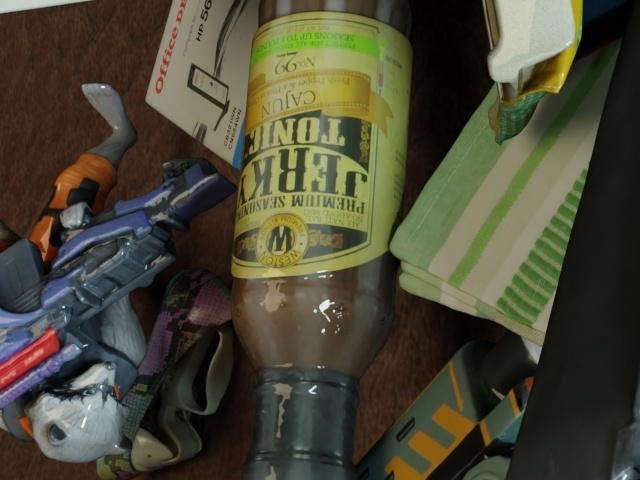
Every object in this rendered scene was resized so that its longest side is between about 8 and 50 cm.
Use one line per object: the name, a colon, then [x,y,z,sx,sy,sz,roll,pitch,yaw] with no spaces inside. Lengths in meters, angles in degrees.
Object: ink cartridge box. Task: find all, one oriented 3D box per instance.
ink cartridge box: [-0.040,-0.135,1.294,0.203,0.086,0.148,35,112,51]

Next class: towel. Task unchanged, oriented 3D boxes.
towel: [0.191,-0.033,0.931,0.248,0.038,0.325,-56,35,-3]

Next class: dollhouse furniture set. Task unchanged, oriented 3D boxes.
dollhouse furniture set: [0.141,-0.221,0.906,0.197,0.151,0.301,37,-136,-83]

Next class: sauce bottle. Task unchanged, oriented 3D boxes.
sauce bottle: [0.000,0.000,1.080,0.111,0.111,0.344,-23,58,51]

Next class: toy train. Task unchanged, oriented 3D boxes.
toy train: [0.080,0.185,1.037,0.334,0.142,0.190,-54,35,34]

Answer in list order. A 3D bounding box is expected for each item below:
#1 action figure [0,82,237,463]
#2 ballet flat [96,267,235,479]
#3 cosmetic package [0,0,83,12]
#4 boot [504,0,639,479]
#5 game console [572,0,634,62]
action figure: [-0.179,0.032,1.357,0.341,0.178,0.330,-28,44,20]
ballet flat: [-0.120,0.128,1.382,0.079,0.077,0.221,39,117,28]
cosmetic package: [-0.056,-0.227,1.109,0.160,0.309,0.113,-80,-17,-79]
boot: [0.244,-0.088,0.712,0.367,0.146,0.445,-38,29,59]
game console: [0.155,-0.190,0.998,0.085,0.124,0.144,-5,56,14]
